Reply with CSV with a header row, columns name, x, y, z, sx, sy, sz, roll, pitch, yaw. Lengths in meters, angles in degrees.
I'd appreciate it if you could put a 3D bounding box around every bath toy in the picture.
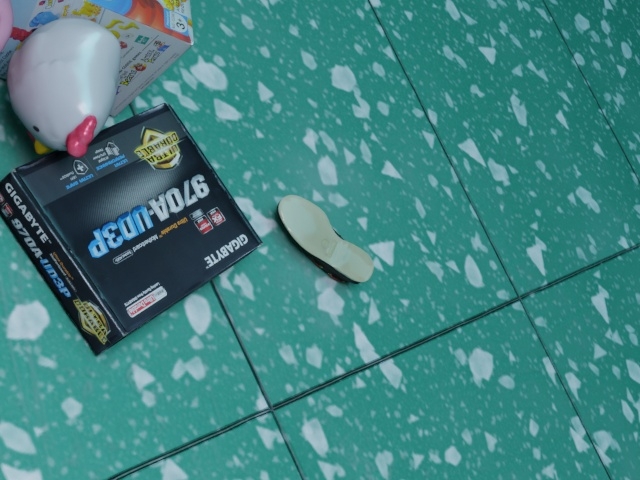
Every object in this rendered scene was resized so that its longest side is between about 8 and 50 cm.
name,x,y,z,sx,sy,sz,roll,pitch,yaw
bath toy,-0.313,-0.148,0.892,0.348,0.151,0.129,18,44,-41

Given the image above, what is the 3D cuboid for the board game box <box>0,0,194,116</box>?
name,x,y,z,sx,sy,sz,roll,pitch,yaw
board game box,-0.273,-0.243,1.027,0.275,0.144,0.142,17,53,-39

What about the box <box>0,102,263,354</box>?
name,x,y,z,sx,sy,sz,roll,pitch,yaw
box,-0.175,-0.019,1.052,0.175,0.051,0.220,56,39,-1

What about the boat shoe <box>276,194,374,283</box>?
name,x,y,z,sx,sy,sz,roll,pitch,yaw
boat shoe,-0.001,0.001,1.230,0.133,0.042,0.049,40,68,-19
